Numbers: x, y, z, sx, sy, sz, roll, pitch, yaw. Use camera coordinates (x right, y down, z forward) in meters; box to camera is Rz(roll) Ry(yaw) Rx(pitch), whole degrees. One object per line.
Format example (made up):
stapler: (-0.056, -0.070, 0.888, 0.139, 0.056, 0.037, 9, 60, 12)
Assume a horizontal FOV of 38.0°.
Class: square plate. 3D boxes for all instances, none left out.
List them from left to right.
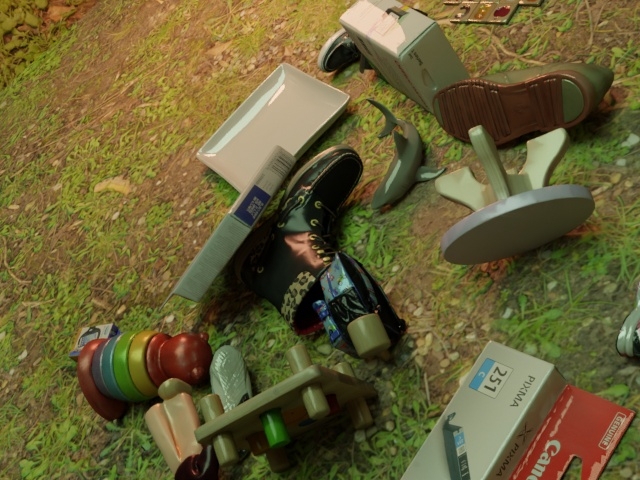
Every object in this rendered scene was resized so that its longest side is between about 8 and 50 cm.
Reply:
square plate: (-0.119, -0.272, 2.326, 0.347, 0.049, 0.344, -47, 39, -4)

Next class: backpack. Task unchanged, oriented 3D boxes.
backpack: (0.057, 0.114, 1.727, 0.116, 0.158, 0.173, -36, 62, 13)

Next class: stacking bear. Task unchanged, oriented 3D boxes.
stacking bear: (-0.357, 0.265, 1.978, 0.288, 0.164, 0.176, -12, 48, 26)

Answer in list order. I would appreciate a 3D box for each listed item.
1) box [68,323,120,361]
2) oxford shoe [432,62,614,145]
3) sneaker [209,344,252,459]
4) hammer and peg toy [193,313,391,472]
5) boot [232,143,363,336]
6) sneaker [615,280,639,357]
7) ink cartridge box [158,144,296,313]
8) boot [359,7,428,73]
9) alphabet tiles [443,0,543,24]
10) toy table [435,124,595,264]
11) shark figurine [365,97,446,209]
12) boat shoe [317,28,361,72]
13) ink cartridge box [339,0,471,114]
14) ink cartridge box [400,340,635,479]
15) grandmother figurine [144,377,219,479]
box: (-0.543, 0.245, 2.242, 0.136, 0.028, 0.081, -13, 48, 34)
oxford shoe: (0.401, -0.279, 1.866, 0.146, 0.141, 0.396, -31, 23, -36)
sneaker: (-0.172, 0.325, 1.836, 0.085, 0.086, 0.237, -7, 58, -2)
hammer and peg toy: (-0.007, 0.276, 1.607, 0.361, 0.266, 0.127, -30, 63, 15)
boot: (0.000, 0.000, 1.915, 0.377, 0.138, 0.284, -47, 38, 2)
sneaker: (0.528, 0.110, 1.444, 0.077, 0.072, 0.178, 17, 75, 34)
ink cartridge box: (-0.199, -0.014, 2.026, 0.330, 0.071, 0.324, -52, 7, 35)
boot: (0.169, -0.490, 2.263, 0.197, 0.137, 0.077, -15, 33, -28)
alphabet tiles: (0.454, -0.643, 2.201, 0.285, 0.011, 0.343, 17, 68, 46)
toy table: (0.331, -0.082, 1.649, 0.274, 0.252, 0.161, -16, 61, 12)
shark figurine: (0.169, -0.211, 1.984, 0.166, 0.116, 0.278, -19, 47, 25)
boat shoe: (0.095, -0.497, 2.330, 0.228, 0.080, 0.076, -38, 38, -5)
ink cartridge box: (0.191, -0.422, 2.077, 0.117, 0.201, 0.278, -43, 40, 0)
ink cartridge box: (0.296, 0.326, 1.438, 0.261, 0.066, 0.296, 20, 70, 49)
grandmother figurine: (-0.246, 0.433, 1.753, 0.342, 0.104, 0.208, 56, 136, 46)
